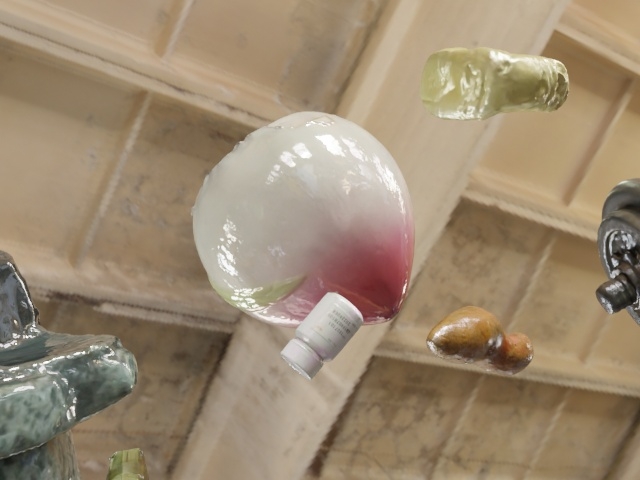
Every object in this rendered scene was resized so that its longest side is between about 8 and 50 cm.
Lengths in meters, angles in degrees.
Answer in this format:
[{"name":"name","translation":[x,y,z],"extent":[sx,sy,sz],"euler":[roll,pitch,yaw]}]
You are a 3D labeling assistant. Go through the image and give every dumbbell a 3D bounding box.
[{"name":"dumbbell","translation":[0.398,-0.004,1.015],"extent":[0.290,0.192,0.192],"euler":[-27,-48,-9]}]

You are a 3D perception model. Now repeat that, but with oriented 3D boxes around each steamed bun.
[{"name":"steamed bun","translation":[0.000,0.000,1.377],"extent":[0.309,0.309,0.309],"euler":[-19,-51,-25]}]

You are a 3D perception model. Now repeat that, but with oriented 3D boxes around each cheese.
[{"name":"cheese","translation":[0.280,-0.247,1.644],"extent":[0.214,0.226,0.117],"euler":[-7,-76,-39]}]

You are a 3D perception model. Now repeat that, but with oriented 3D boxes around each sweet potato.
[{"name":"sweet potato","translation":[0.148,0.092,0.963],"extent":[0.202,0.055,0.058],"euler":[16,-92,-53]}]

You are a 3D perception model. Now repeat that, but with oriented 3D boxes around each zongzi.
[{"name":"zongzi","translation":[-0.246,0.342,1.323],"extent":[0.055,0.109,0.119],"euler":[-1,-72,-6]}]

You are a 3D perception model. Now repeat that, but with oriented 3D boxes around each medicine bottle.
[{"name":"medicine bottle","translation":[0.001,0.103,1.113],"extent":[0.089,0.052,0.052],"euler":[-49,-44,-13]}]

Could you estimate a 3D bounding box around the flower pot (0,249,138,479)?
[{"name":"flower pot","translation":[-0.277,0.156,0.754],"extent":[0.299,0.299,0.283],"euler":[-10,-87,-31]}]
